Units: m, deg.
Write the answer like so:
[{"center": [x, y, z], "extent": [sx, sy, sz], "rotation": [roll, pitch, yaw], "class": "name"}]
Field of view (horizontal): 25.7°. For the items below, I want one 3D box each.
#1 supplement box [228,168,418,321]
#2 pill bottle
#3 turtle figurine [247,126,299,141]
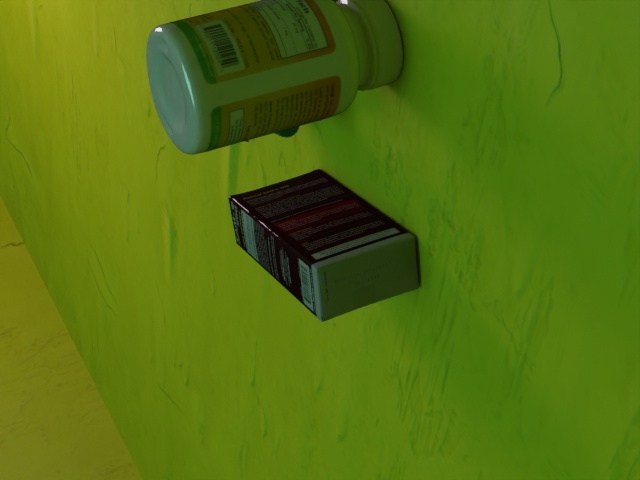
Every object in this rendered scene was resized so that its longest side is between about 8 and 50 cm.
[{"center": [0.000, 0.000, 1.649], "extent": [0.239, 0.130, 0.073], "rotation": [40, 142, 54], "class": "supplement box"}, {"center": [-0.045, -0.183, 1.459], "extent": [0.136, 0.245, 0.136], "rotation": [49, 148, 45], "class": "pill bottle"}, {"center": [-0.070, -0.190, 1.704], "extent": [0.234, 0.118, 0.175], "rotation": [23, 87, 60], "class": "turtle figurine"}]
